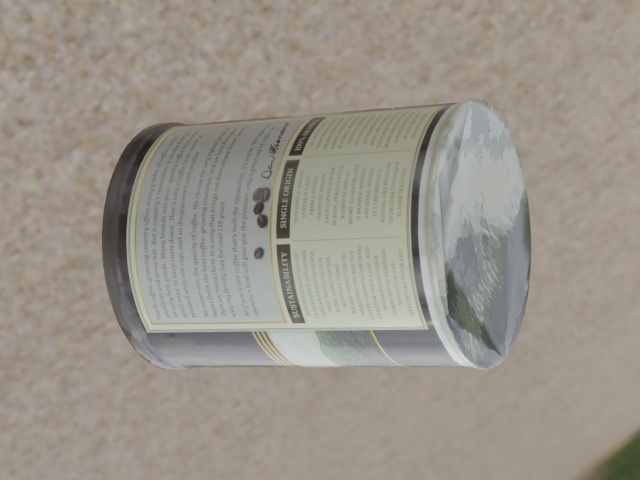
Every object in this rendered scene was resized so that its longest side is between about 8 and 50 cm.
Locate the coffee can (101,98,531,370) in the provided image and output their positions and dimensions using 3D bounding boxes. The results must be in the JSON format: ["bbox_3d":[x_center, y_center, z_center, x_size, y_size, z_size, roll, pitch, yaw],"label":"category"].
[{"bbox_3d":[0.000,0.000,1.225,0.275,0.201,0.201,-2,-177,27],"label":"coffee can"}]
